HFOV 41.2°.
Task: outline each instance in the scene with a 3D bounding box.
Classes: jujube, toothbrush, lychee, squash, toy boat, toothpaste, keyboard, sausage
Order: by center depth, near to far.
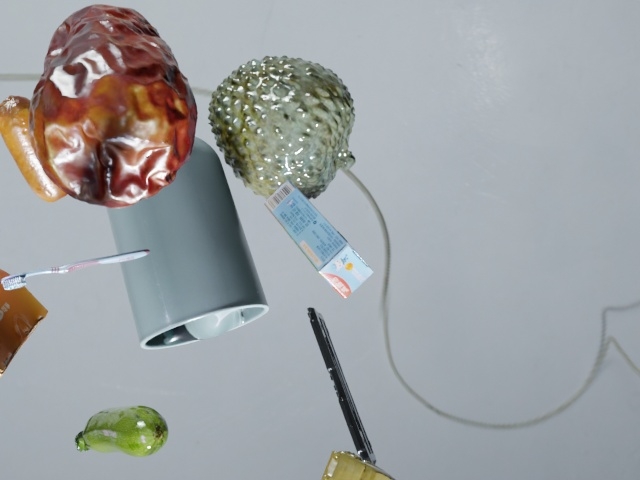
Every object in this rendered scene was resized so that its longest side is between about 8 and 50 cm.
[{"bbox_3d":[-0.205,0.195,0.873,0.052,0.183,0.052,8,75,-32],"label":"squash"},{"bbox_3d":[0.000,0.000,0.947,0.044,0.193,0.070,-43,122,2],"label":"toothpaste"},{"bbox_3d":[0.055,0.304,1.032,0.200,0.077,0.057,50,56,-49],"label":"toy boat"},{"bbox_3d":[-0.315,0.035,1.109,0.193,0.019,0.013,-14,145,-26],"label":"toothbrush"},{"bbox_3d":[-0.274,-0.194,1.112,0.216,0.342,0.216,-8,127,-11],"label":"jujube"},{"bbox_3d":[0.033,0.232,1.355,0.016,0.106,0.263,-22,74,4],"label":"keyboard"},{"bbox_3d":[-0.485,-0.154,1.444,0.076,0.076,0.198,-20,125,-2],"label":"sausage"},{"bbox_3d":[-0.063,-0.195,1.497,0.274,0.255,0.255,20,103,0],"label":"lychee"}]

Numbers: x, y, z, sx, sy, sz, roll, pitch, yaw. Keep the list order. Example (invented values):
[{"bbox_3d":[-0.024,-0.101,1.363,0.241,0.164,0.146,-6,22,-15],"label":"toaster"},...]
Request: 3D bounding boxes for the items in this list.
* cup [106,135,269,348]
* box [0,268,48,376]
[{"bbox_3d":[-0.222,-0.001,1.351,0.205,0.205,0.312,-17,77,-3],"label":"cup"},{"bbox_3d":[-0.680,0.232,1.557,0.143,0.225,0.341,42,111,-14],"label":"box"}]
